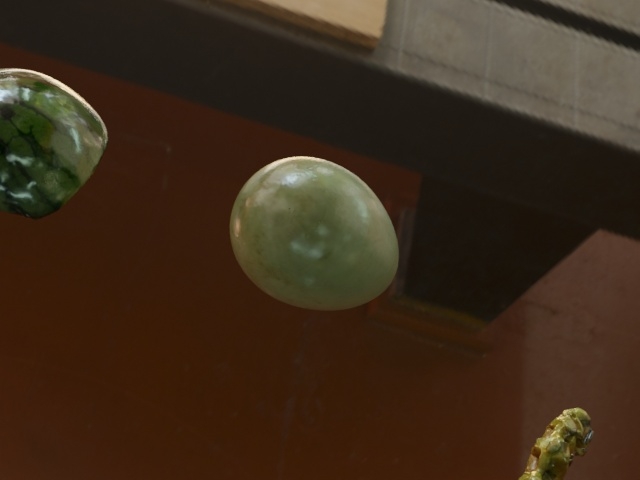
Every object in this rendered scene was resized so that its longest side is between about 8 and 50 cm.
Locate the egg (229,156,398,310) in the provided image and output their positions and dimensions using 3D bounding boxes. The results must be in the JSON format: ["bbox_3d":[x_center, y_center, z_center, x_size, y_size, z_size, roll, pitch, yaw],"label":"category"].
[{"bbox_3d":[0.000,0.000,1.595,0.295,0.218,0.218,34,49,-39],"label":"egg"}]

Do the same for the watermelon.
[{"bbox_3d":[-0.521,-0.183,1.748,0.330,0.189,0.331,-7,46,7],"label":"watermelon"}]

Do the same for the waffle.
[{"bbox_3d":[0.242,0.303,1.220,0.060,0.262,0.280,29,19,16],"label":"waffle"}]
